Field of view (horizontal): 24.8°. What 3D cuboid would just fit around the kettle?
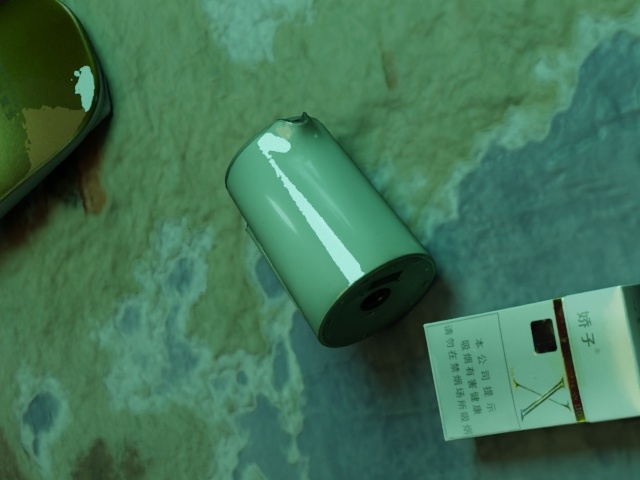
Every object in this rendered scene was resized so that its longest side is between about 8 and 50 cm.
[{"bbox_3d":[0.005,-0.004,1.051,0.098,0.127,0.148,-35,63,-2],"label":"kettle"}]

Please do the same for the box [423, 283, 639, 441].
[{"bbox_3d":[0.147,0.083,0.962,0.154,0.040,0.084,-14,81,38],"label":"box"}]

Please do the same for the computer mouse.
[{"bbox_3d":[-0.307,-0.088,1.295,0.310,0.072,0.158,-37,67,33],"label":"computer mouse"}]
